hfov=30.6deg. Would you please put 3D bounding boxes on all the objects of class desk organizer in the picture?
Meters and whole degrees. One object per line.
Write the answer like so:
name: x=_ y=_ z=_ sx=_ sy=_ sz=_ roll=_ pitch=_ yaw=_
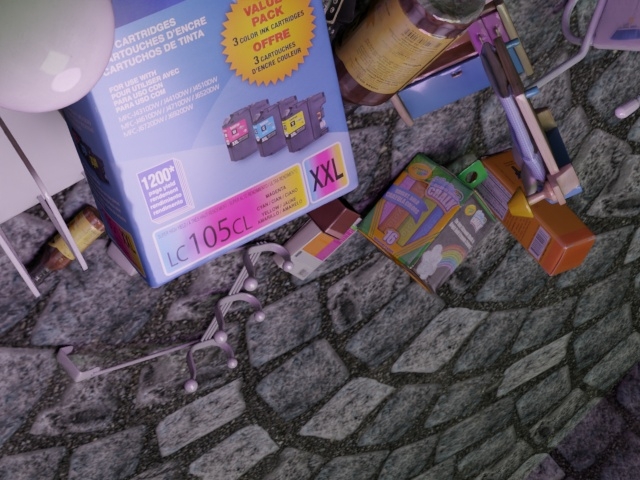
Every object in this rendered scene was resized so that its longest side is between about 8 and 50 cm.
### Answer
desk organizer: x=-0.003 y=-0.063 z=1.725 sx=0.050 sy=0.130 sz=0.047 roll=-49 pitch=147 yaw=11

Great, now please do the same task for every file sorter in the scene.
file sorter: x=-0.330 y=-0.059 z=1.366 sx=0.277 sy=0.173 sz=0.193 roll=-30 pitch=147 yaw=-12

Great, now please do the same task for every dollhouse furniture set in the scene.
dollhouse furniture set: x=0.179 y=-0.196 z=1.531 sx=0.198 sy=0.303 sz=0.286 roll=-24 pitch=134 yaw=13

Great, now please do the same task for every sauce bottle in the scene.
sauce bottle: x=0.077 y=-0.241 z=1.498 sx=0.111 sy=0.111 sz=0.344 roll=-16 pitch=168 yaw=-32
sauce bottle: x=-0.340 y=0.009 z=1.562 sx=0.128 sy=0.042 sz=0.042 roll=-42 pitch=148 yaw=5

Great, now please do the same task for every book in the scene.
book: x=0.000 y=0.000 z=1.899 sx=0.144 sy=0.035 sz=0.096 roll=-43 pitch=151 yaw=7

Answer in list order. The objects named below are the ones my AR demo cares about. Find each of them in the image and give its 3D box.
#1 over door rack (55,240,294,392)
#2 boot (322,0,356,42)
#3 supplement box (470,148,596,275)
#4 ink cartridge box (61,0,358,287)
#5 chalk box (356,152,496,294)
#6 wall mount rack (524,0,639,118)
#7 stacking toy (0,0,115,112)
over door rack: x=-0.207 y=0.118 z=1.772 sx=0.324 sy=0.108 sz=0.239 roll=0 pitch=131 yaw=-44
boot: x=-0.046 y=-0.329 z=1.347 sx=0.260 sy=0.131 sz=0.348 roll=-49 pitch=147 yaw=16
supplement box: x=0.359 y=-0.051 z=2.001 sx=0.078 sy=0.233 sz=0.080 roll=-17 pitch=146 yaw=-31
ink cartridge box: x=-0.135 y=-0.190 z=1.187 sx=0.270 sy=0.151 sz=0.396 roll=-28 pitch=125 yaw=-20
chalk box: x=0.190 y=-0.046 z=1.922 sx=0.213 sy=0.132 sz=0.132 roll=-50 pitch=147 yaw=-3
wall mount rack: x=0.430 y=-0.302 z=1.669 sx=0.130 sy=0.350 sz=0.304 roll=24 pitch=85 yaw=-37
stacking toy: x=-0.284 y=-0.269 z=0.849 sx=0.350 sy=0.480 sz=0.351 roll=-23 pitch=145 yaw=-17
